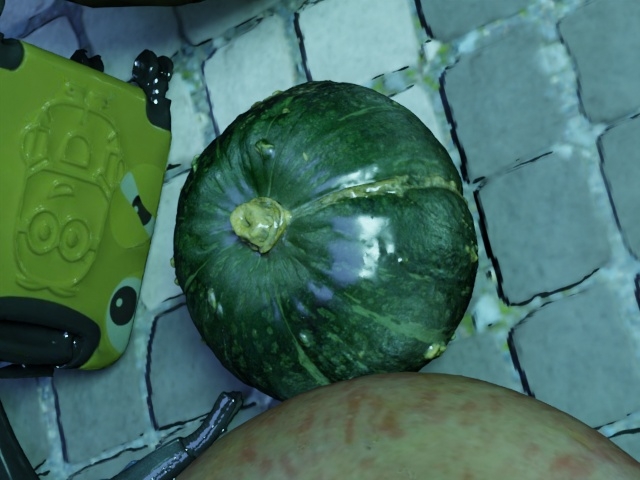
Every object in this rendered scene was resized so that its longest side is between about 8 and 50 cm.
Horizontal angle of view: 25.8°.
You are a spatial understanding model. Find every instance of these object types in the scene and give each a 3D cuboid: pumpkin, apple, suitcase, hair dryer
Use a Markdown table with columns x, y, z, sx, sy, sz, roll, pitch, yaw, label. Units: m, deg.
| x | y | z | sx | sy | sz | roll | pitch | yaw | label |
| --- | --- | --- | --- | --- | --- | --- | --- | --- | --- |
| 0.001 | 0.001 | 0.805 | 0.190 | 0.146 | 0.190 | -28 | 47 | 35 | pumpkin |
| 0.050 | 0.226 | 0.658 | 0.344 | 0.269 | 0.345 | -7 | 75 | 28 | apple |
| -0.212 | -0.032 | 0.908 | 0.143 | 0.194 | 0.235 | 6 | 83 | 39 | suitcase |
| -0.144 | 0.146 | 0.919 | 0.219 | 0.075 | 0.196 | -31 | 56 | 9 | hair dryer |

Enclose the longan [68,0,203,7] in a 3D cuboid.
| x | y | z | sx | sy | sz | roll | pitch | yaw | label |
| --- | --- | --- | --- | --- | --- | --- | --- | --- | --- |
| -0.097 | -0.351 | 0.797 | 0.404 | 0.404 | 0.436 | 29 | 87 | 31 | longan |
